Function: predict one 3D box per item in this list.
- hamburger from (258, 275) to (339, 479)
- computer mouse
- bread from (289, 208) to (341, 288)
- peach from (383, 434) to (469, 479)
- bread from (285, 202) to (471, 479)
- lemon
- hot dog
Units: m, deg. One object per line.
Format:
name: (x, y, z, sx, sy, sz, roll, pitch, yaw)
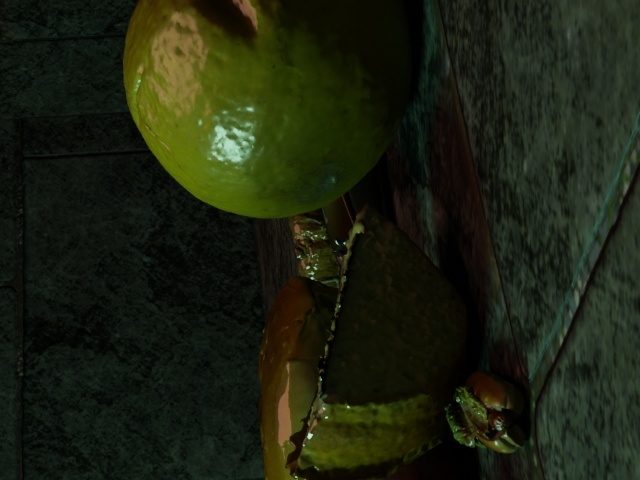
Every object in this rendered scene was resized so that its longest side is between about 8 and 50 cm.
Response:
hamburger: (0.021, 0.189, 1.403, 0.290, 0.170, 0.314, -93, 0, -70)
computer mouse: (0.033, -0.073, 1.569, 0.158, 0.072, 0.310, 96, 168, -67)
bread: (0.000, 0.000, 1.875, 0.105, 0.076, 0.233, 24, -125, -84)
peach: (0.066, 0.239, 1.183, 0.152, 0.152, 0.152, 176, 90, -84)
bread: (0.060, 0.097, 1.135, 0.129, 0.134, 0.260, 107, 176, -46)
lemon: (-0.050, -0.168, 1.304, 0.297, 0.297, 0.297, 176, 90, -84)
hot dog: (0.121, 0.128, 1.015, 0.133, 0.041, 0.056, -157, 63, -83)
